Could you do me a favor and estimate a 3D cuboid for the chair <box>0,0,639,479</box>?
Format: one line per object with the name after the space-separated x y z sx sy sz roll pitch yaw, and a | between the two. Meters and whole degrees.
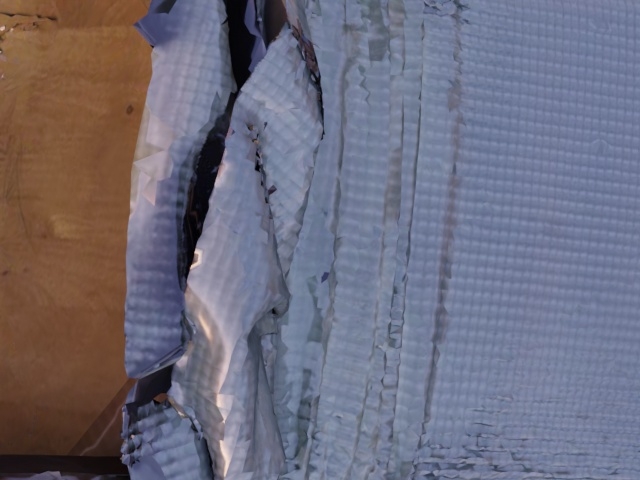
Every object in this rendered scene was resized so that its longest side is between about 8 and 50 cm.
-0.050 -0.010 0.432 0.319 0.186 0.160 6 87 -44 | chair
